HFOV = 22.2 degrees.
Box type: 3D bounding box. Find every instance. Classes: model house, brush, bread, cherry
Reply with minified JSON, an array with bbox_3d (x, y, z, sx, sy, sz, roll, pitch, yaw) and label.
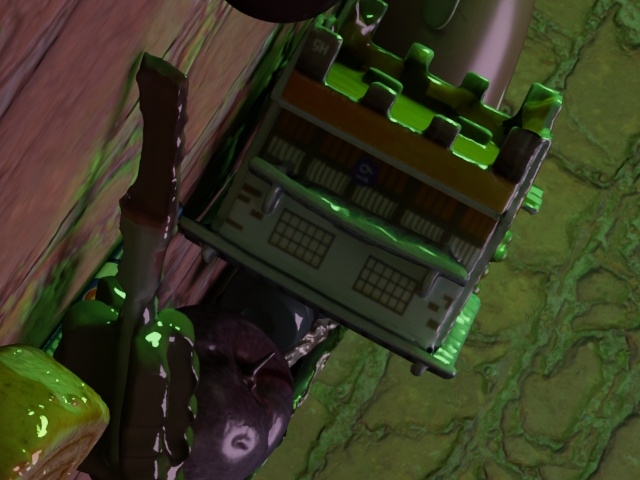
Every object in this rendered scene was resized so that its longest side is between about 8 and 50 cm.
[{"bbox_3d":[0.041,-0.040,1.175,0.215,0.224,0.198,-63,177,17],"label":"model house"},{"bbox_3d":[-0.095,0.026,0.862,0.071,0.084,0.301,-48,158,-45],"label":"brush"},{"bbox_3d":[-0.167,0.106,0.761,0.122,0.073,0.149,-53,175,4],"label":"bread"},{"bbox_3d":[-0.104,0.127,1.238,0.176,0.140,0.176,-35,-178,2],"label":"cherry"}]

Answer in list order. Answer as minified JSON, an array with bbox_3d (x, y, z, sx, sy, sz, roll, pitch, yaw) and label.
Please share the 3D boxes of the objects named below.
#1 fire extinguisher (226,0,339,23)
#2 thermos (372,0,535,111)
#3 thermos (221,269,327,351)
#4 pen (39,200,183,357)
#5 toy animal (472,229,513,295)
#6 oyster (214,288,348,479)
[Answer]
[{"bbox_3d":[-0.013,-0.128,0.670,0.267,0.089,0.072,-20,117,-84],"label":"fire extinguisher"},{"bbox_3d":[0.109,-0.210,1.292,0.176,0.146,0.265,-62,173,-69],"label":"thermos"},{"bbox_3d":[0.000,0.000,1.508,0.286,0.145,0.182,-52,168,-44],"label":"thermos"},{"bbox_3d":[-0.140,0.049,0.960,0.204,0.025,0.025,-57,176,-30],"label":"pen"},{"bbox_3d":[0.116,-0.049,2.094,0.310,0.247,0.183,-39,-150,51],"label":"toy animal"},{"bbox_3d":[-0.066,0.100,1.626,0.351,0.162,0.158,-66,150,-25],"label":"oyster"}]
